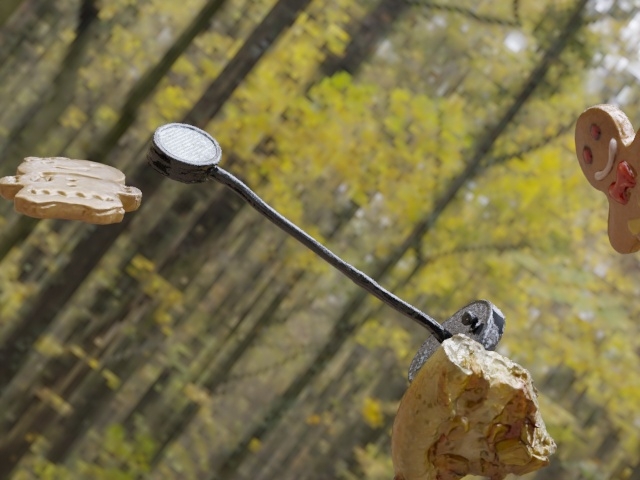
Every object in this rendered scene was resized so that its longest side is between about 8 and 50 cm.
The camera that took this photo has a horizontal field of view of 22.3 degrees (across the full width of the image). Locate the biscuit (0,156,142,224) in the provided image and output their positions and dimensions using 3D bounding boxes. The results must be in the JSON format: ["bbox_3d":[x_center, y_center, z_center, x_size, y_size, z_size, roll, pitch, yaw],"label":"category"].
[{"bbox_3d":[-0.235,-0.052,1.547,0.133,0.027,0.184,7,16,3],"label":"biscuit"}]

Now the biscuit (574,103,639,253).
[{"bbox_3d":[0.321,-0.041,1.601,0.250,0.036,0.165,56,-32,37],"label":"biscuit"}]

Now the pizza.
[{"bbox_3d":[0.139,0.172,1.433,0.161,0.182,0.062,13,37,-20],"label":"pizza"}]

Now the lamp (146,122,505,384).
[{"bbox_3d":[-0.012,0.029,1.525,0.371,0.108,0.130,26,34,-2],"label":"lamp"}]
